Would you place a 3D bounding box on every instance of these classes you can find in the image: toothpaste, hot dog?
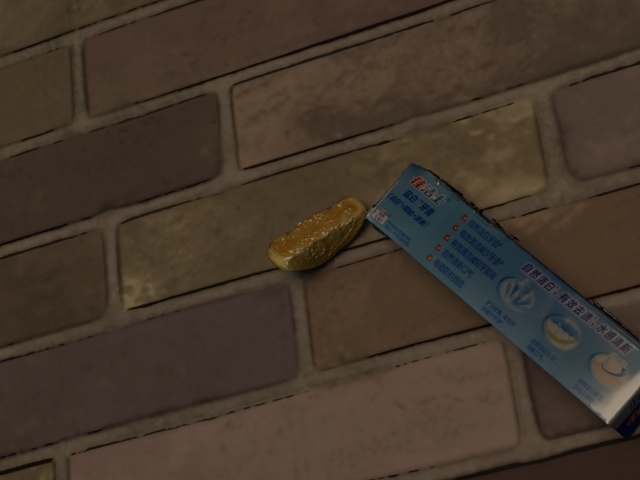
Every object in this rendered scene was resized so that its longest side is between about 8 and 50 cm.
[{"bbox_3d":[0.150,0.041,1.365,0.272,0.053,0.066,41,93,32],"label":"toothpaste"},{"bbox_3d":[0.000,0.000,1.462,0.090,0.034,0.030,-32,46,-13],"label":"hot dog"}]

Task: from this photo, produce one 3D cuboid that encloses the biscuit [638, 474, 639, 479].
[{"bbox_3d":[0.287,0.184,1.213,0.186,0.079,0.309,18,74,16],"label":"biscuit"}]
